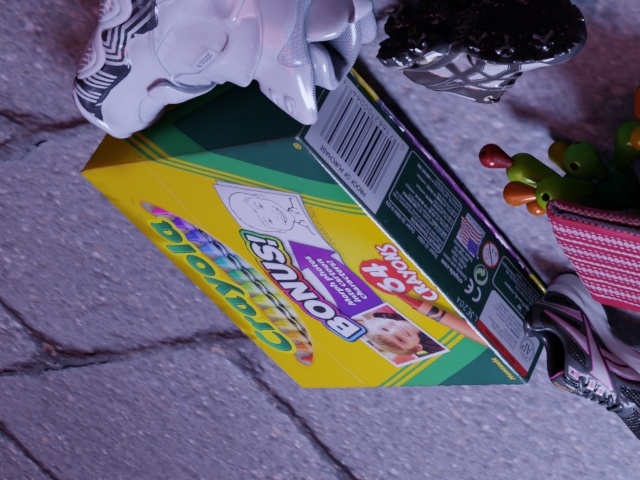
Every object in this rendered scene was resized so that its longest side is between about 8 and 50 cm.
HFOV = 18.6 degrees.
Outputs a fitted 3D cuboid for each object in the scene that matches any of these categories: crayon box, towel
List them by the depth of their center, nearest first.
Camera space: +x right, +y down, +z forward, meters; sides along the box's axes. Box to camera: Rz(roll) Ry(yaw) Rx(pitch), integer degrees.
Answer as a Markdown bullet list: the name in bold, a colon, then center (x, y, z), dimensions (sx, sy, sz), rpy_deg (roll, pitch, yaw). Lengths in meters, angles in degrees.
- **towel**: center (0.301, 0.028, 1.625), dimensions (0.199, 0.031, 0.275), rpy_deg (13, 168, 19)
- **crayon box**: center (0.000, 0.000, 1.880), dimensions (0.313, 0.106, 0.363), rpy_deg (-7, 136, 46)

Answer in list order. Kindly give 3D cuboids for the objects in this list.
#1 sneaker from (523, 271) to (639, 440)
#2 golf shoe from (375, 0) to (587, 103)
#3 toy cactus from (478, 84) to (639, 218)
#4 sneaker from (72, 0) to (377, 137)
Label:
- **sneaker**: center (0.251, 0.123, 1.829), dimensions (0.178, 0.077, 0.072), rpy_deg (51, 155, 6)
- **golf shoe**: center (0.143, -0.156, 1.579), dimensions (0.198, 0.077, 0.094), rpy_deg (5, 156, 44)
- **toy cactus**: center (0.255, -0.047, 1.625), dimensions (0.219, 0.112, 0.180), rpy_deg (-5, 153, 43)
- **sneaker**: center (-0.084, -0.163, 1.690), dimensions (0.210, 0.137, 0.366), rpy_deg (32, 147, 2)
